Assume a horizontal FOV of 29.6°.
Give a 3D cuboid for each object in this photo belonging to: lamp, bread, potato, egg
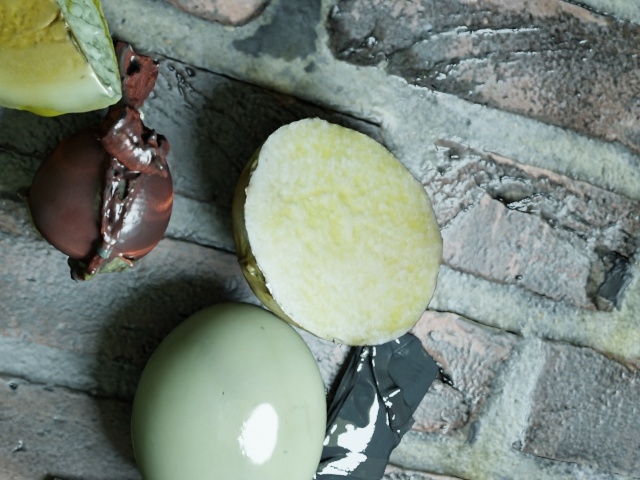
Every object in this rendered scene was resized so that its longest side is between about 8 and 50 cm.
[{"bbox_3d":[-0.220,-0.069,1.295,0.151,0.215,0.223,30,114,-37],"label":"lamp"},{"bbox_3d":[-0.270,-0.291,1.147,0.333,0.160,0.333,2,113,4],"label":"bread"},{"bbox_3d":[0.000,0.000,1.367,0.299,0.116,0.239,26,67,-35],"label":"potato"},{"bbox_3d":[-0.102,0.200,1.345,0.219,0.219,0.269,6,97,-15],"label":"egg"}]

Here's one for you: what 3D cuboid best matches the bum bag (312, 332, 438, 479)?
[{"bbox_3d":[0.051,0.224,1.470,0.123,0.060,0.248,28,93,-17],"label":"bum bag"}]

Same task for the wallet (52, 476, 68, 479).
[{"bbox_3d":[-0.214,0.356,1.393,0.230,0.042,0.124,14,59,-2],"label":"wallet"}]
